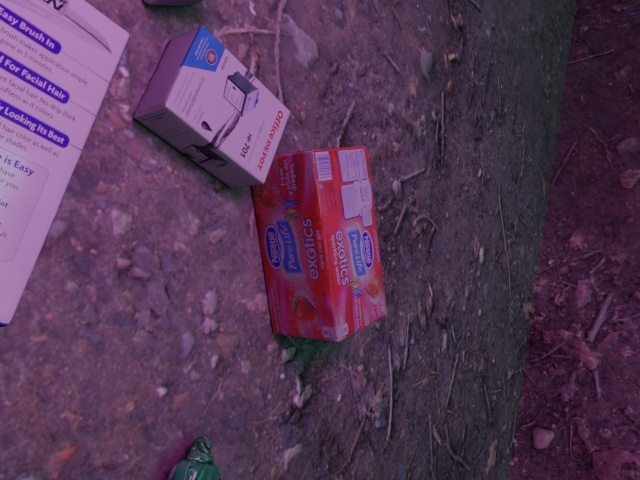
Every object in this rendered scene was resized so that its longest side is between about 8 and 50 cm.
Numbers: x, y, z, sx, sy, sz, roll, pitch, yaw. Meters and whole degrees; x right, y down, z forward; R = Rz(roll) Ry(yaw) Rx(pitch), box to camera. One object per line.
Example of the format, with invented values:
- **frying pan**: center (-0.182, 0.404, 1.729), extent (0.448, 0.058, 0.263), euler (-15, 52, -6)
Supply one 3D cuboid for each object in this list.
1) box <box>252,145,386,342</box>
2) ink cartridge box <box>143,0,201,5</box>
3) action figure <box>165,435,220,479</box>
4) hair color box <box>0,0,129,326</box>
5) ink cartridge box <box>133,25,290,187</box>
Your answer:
- **box**: center (0.000, 0.000, 0.871), extent (0.154, 0.142, 0.299), euler (-17, 102, -49)
- **ink cartridge box**: center (-0.178, -0.429, 0.668), extent (0.087, 0.153, 0.208), euler (-25, 109, -49)
- **action figure**: center (-0.192, 0.377, 0.688), extent (0.137, 0.064, 0.232), euler (37, 65, -41)
- **hair color box**: center (-0.340, -0.108, 0.496), extent (0.185, 0.110, 0.338), euler (32, 67, -44)
- **ink cartridge box**: center (-0.147, -0.183, 0.750), extent (0.191, 0.082, 0.139), euler (36, 62, -42)
